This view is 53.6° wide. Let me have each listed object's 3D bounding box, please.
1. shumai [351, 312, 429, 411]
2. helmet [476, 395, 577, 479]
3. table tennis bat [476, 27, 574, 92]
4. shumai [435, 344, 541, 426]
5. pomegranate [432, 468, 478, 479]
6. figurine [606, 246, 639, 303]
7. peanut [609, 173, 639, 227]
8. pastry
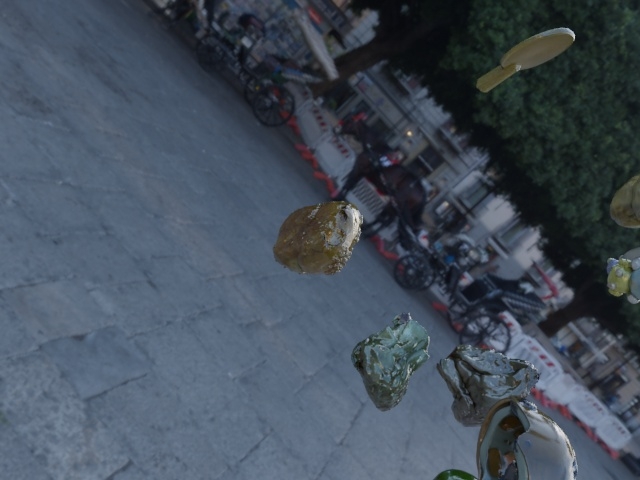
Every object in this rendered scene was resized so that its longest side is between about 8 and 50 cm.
[{"bbox_3d":[0.197,0.315,1.662,0.189,0.218,0.256,55,-1,9],"label":"shumai"},{"bbox_3d":[0.329,0.361,1.006,0.130,0.198,0.224,22,12,3],"label":"helmet"},{"bbox_3d":[0.581,-0.519,1.834,0.198,0.321,0.050,-9,79,-37],"label":"table tennis bat"},{"bbox_3d":[0.374,0.336,1.527,0.185,0.184,0.218,38,-32,-2],"label":"shumai"},{"bbox_3d":[0.269,0.570,1.334,0.131,0.152,0.191,32,17,32],"label":"pomegranate"},{"bbox_3d":[0.792,0.097,1.550,0.155,0.127,0.235,18,19,14],"label":"figurine"},{"bbox_3d":[0.803,-0.102,1.534,0.147,0.147,0.305,48,2,2],"label":"peanut"},{"bbox_3d":[0.000,0.000,1.921,0.162,0.255,0.310,47,-27,-26],"label":"pastry"}]
